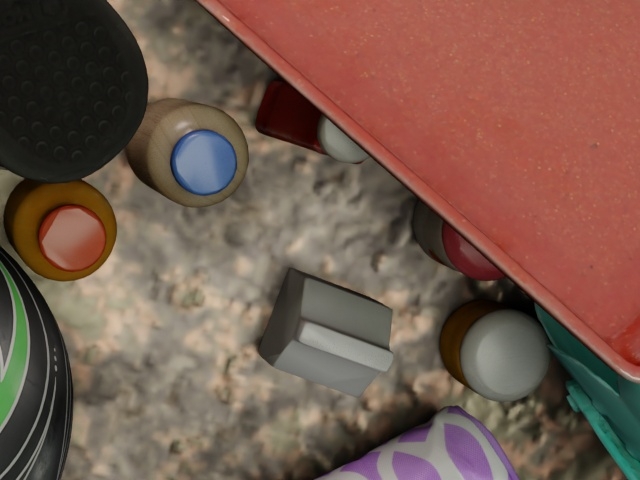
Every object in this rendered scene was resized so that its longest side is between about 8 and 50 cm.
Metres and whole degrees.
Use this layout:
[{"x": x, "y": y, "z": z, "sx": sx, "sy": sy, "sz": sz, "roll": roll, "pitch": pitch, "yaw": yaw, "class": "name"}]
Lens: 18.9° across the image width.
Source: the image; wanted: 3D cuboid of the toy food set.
[{"x": 0.000, "y": 0.000, "z": 0.757, "sx": 0.232, "sy": 0.104, "sz": 0.111, "roll": 21, "pitch": 91, "yaw": -13, "class": "toy food set"}]

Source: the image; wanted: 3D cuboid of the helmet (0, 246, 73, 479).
[{"x": -0.170, "y": 0.064, "z": 0.694, "sx": 0.161, "sy": 0.169, "sz": 0.169, "roll": 42, "pitch": 86, "yaw": 5, "class": "helmet"}]

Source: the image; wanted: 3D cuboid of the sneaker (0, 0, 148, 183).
[{"x": -0.176, "y": -0.135, "z": 0.668, "sx": 0.090, "sy": 0.145, "sz": 0.270, "roll": -45, "pitch": 121, "yaw": -17, "class": "sneaker"}]

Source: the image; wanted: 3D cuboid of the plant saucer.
[{"x": 0.096, "y": -0.100, "z": 0.723, "sx": 0.258, "sy": 0.047, "sz": 0.259, "roll": 42, "pitch": 64, "yaw": 12, "class": "plant saucer"}]

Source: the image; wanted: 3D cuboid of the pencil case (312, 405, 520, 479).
[{"x": -0.006, "y": 0.148, "z": 0.780, "sx": 0.206, "sy": 0.086, "sz": 0.088, "roll": -29, "pitch": 88, "yaw": -7, "class": "pencil case"}]

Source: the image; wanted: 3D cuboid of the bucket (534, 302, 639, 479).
[{"x": 0.244, "y": 0.038, "z": 0.736, "sx": 0.281, "sy": 0.281, "sz": 0.183, "roll": -35, "pitch": 106, "yaw": -6, "class": "bucket"}]
